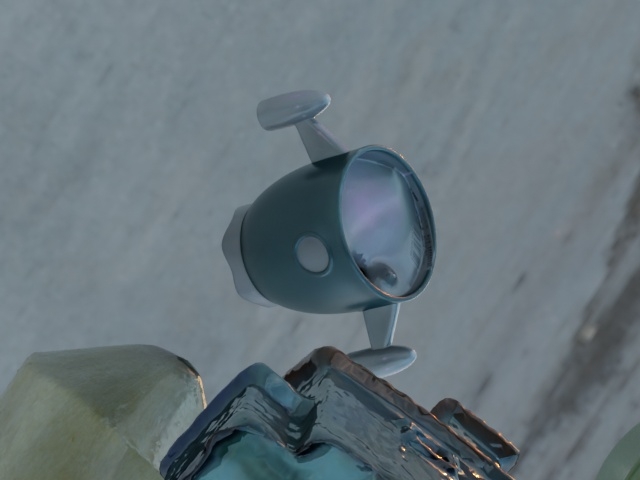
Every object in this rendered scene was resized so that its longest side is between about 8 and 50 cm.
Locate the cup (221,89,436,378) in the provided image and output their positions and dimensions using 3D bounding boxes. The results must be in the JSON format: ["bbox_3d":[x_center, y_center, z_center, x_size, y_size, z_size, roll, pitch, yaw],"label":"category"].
[{"bbox_3d":[0.000,0.000,1.741,0.173,0.300,0.167,-14,-172,34],"label":"cup"}]

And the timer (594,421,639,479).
[{"bbox_3d":[0.403,0.295,1.674,0.291,0.290,0.315,-57,172,0],"label":"timer"}]

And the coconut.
[{"bbox_3d":[-0.184,0.185,1.466,0.222,0.202,0.202,-55,166,-5],"label":"coconut"}]

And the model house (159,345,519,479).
[{"bbox_3d":[0.019,0.216,1.262,0.252,0.295,0.329,-52,-174,19],"label":"model house"}]
